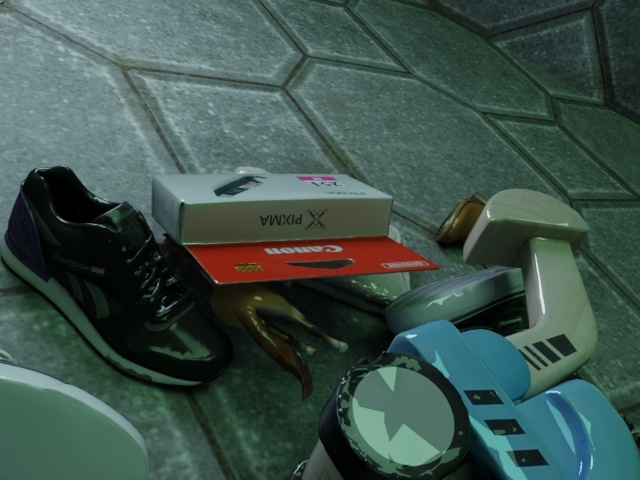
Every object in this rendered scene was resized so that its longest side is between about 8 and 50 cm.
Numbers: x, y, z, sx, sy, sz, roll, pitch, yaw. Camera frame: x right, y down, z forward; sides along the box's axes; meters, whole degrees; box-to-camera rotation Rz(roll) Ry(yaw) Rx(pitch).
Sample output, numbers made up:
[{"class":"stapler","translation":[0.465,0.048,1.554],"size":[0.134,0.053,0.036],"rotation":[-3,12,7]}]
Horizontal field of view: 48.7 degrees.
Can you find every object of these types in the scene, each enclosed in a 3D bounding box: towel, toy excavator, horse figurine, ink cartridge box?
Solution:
[{"class":"towel","translation":[0.000,0.000,0.986],"size":[0.282,0.049,0.187],"rotation":[21,34,-14]},{"class":"toy excavator","translation":[0.175,0.158,0.671],"size":[0.445,0.222,0.433],"rotation":[-13,53,-29]},{"class":"horse figurine","translation":[-0.073,0.065,0.783],"size":[0.174,0.066,0.263],"rotation":[31,9,-30]},{"class":"ink cartridge box","translation":[-0.033,-0.024,0.823],"size":[0.275,0.060,0.239],"rotation":[-3,18,-27]}]

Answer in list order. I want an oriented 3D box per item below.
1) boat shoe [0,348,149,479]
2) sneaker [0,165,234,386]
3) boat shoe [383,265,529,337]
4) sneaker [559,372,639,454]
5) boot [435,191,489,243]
[{"class":"boat shoe","translation":[-0.279,0.128,0.564],"size":[0.301,0.108,0.102],"rotation":[20,10,-12]},{"class":"sneaker","translation":[-0.202,0.034,0.717],"size":[0.283,0.124,0.107],"rotation":[34,34,5]},{"class":"boat shoe","translation":[0.218,0.104,0.944],"size":[0.335,0.121,0.119],"rotation":[-9,88,-44]},{"class":"sneaker","translation":[0.322,0.265,0.845],"size":[0.276,0.135,0.098],"rotation":[38,13,-32]},{"class":"boot","translation":[0.288,-0.004,1.193],"size":[0.152,0.073,0.197],"rotation":[44,38,12]}]
